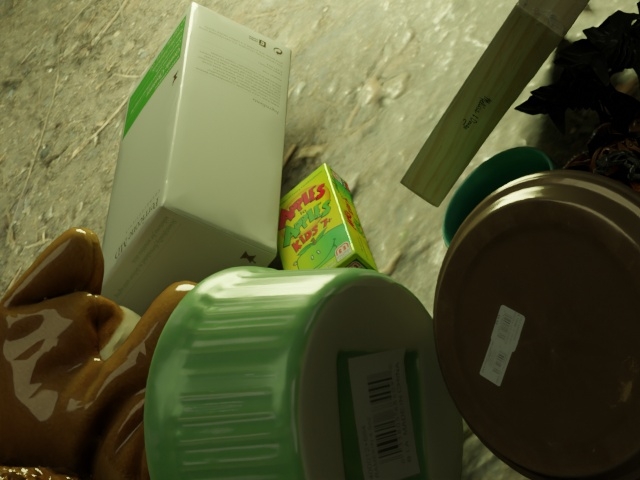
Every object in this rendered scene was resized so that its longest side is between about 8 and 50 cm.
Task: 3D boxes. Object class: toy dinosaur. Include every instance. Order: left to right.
[{"bbox_3d":[0.297,-0.085,1.472,0.322,0.218,0.164,-32,-11,-40],"label":"toy dinosaur"}]

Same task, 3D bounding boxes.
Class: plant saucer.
[{"bbox_3d":[0.202,0.080,1.366,0.278,0.041,0.277,8,102,39],"label":"plant saucer"}]

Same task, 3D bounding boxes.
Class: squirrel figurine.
[{"bbox_3d":[-0.200,0.234,1.639,0.397,0.281,0.370,-43,45,-15],"label":"squirrel figurine"}]

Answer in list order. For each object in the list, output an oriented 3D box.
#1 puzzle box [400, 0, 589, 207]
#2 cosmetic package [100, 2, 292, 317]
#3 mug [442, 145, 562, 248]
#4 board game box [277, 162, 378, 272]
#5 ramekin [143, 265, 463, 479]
[{"bbox_3d":[0.213,-0.212,1.571,0.272,0.052,0.409,-55,-2,-22],"label":"puzzle box"},{"bbox_3d":[-0.147,-0.084,1.960,0.197,0.155,0.365,-50,25,38],"label":"cosmetic package"},{"bbox_3d":[0.188,-0.001,1.568,0.157,0.097,0.129,-49,33,2],"label":"mug"},{"bbox_3d":[0.000,0.000,1.840,0.092,0.043,0.181,-39,34,16],"label":"board game box"},{"bbox_3d":[-0.001,0.165,1.448,0.148,0.303,0.303,-9,49,35],"label":"ramekin"}]
